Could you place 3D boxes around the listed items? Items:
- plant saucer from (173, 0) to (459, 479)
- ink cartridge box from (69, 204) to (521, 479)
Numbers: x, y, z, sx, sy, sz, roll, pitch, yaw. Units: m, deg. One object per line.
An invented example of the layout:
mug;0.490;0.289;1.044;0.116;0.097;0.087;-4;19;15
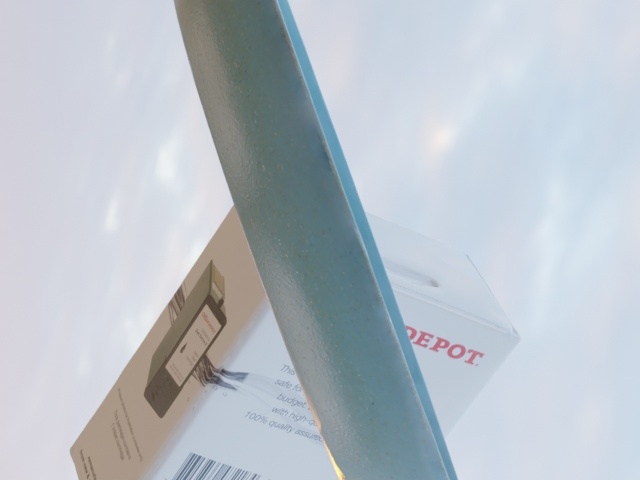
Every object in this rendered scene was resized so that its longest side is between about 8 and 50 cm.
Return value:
plant saucer;0.000;0.000;0.814;0.317;0.044;0.317;-19;90;-88
ink cartridge box;-0.021;0.110;1.388;0.273;0.198;0.115;-55;-146;21
